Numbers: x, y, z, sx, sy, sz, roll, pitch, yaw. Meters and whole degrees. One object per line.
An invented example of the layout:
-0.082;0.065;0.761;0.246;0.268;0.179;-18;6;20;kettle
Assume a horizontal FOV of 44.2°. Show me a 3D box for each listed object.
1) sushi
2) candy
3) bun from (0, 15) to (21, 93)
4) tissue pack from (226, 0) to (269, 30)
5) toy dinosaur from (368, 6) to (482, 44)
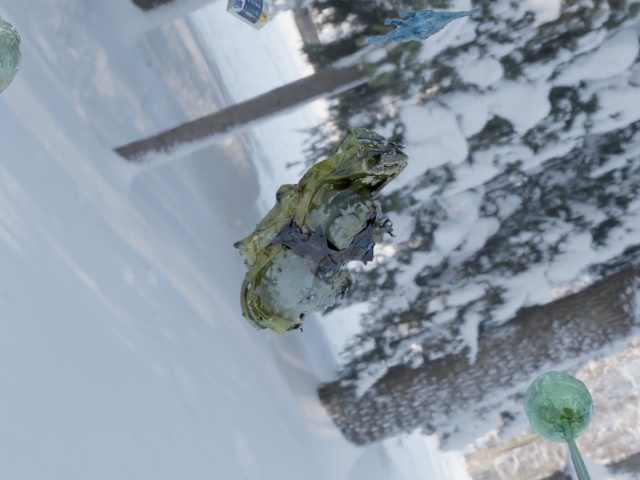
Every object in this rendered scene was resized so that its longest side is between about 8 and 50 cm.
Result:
-0.005;-0.004;0.969;0.131;0.291;0.139;47;22;23;sushi
0.399;0.339;1.228;0.440;0.119;0.119;-73;143;-71;candy
-0.411;-0.198;0.807;0.195;0.195;0.118;-97;-153;-68;bun
-0.146;-0.474;1.601;0.083;0.042;0.062;26;51;-32;tissue pack
0.141;-0.314;1.153;0.080;0.197;0.045;-19;100;-47;toy dinosaur
